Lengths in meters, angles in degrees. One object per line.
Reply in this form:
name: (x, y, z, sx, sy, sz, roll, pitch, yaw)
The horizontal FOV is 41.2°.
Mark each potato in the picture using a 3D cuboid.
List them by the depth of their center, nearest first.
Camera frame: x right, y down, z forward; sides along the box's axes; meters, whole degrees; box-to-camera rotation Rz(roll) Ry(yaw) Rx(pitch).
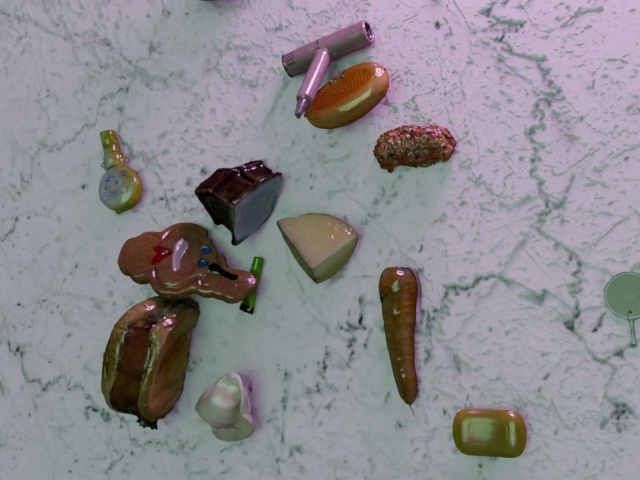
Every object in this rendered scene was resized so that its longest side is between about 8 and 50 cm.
potato: (0.000, 0.000, 1.743, 0.120, 0.081, 0.149, -32, 56, -9)

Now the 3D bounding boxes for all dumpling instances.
dumpling: (-0.191, 0.359, 1.798, 0.169, 0.100, 0.134, -45, 75, 19)

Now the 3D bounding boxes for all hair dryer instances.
hair dryer: (0.005, -0.332, 1.675, 0.195, 0.054, 0.220, -19, 38, 25)

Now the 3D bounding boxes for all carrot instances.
carrot: (0.159, 0.198, 1.656, 0.078, 0.078, 0.298, -5, 91, 25)

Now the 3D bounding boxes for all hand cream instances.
hand cream: (-0.146, 0.095, 1.821, 0.036, 0.023, 0.122, 18, 97, 26)

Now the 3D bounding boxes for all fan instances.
fan: (0.547, 0.121, 1.504, 0.085, 0.005, 0.134, -6, 86, 24)

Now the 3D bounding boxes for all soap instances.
soap: (0.315, 0.358, 1.588, 0.140, 0.045, 0.089, -3, 91, 24)

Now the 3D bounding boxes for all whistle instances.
whistle: (-0.469, -0.161, 1.967, 0.104, 0.057, 0.198, -21, 73, 15)

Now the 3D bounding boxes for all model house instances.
model house: (-0.178, -0.104, 1.810, 0.165, 0.106, 0.152, -42, 55, -18)

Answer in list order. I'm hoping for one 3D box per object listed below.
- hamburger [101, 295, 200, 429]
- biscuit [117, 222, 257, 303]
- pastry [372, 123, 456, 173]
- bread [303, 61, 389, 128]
hamburger: (-0.376, 0.254, 1.829, 0.132, 0.211, 0.309, 18, 95, 20)
biscuit: (-0.281, 0.051, 1.821, 0.319, 0.047, 0.183, 26, 63, 23)
pastry: (0.174, -0.183, 1.652, 0.169, 0.063, 0.087, -8, 88, 24)
bread: (0.057, -0.283, 1.696, 0.189, 0.077, 0.114, -30, 56, 21)
